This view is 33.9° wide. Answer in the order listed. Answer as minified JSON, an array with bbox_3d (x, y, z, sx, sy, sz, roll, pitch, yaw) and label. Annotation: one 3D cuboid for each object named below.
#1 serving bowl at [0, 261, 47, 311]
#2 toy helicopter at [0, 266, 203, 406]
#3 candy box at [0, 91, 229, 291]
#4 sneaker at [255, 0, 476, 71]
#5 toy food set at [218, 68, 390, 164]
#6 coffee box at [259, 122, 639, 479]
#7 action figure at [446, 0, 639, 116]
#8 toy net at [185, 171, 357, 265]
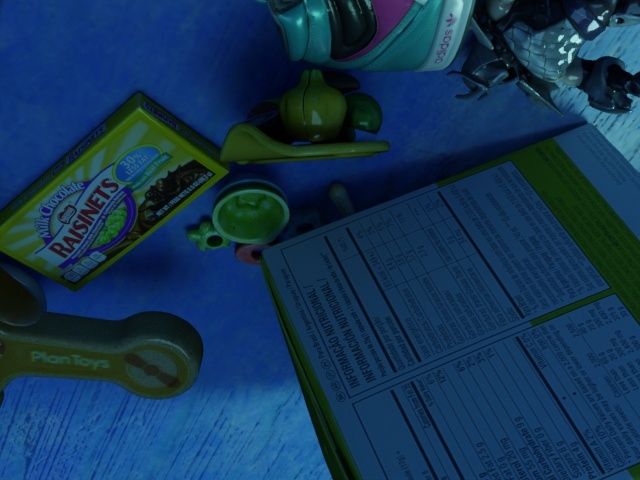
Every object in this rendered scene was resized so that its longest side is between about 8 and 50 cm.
[{"bbox_3d":[-0.291,0.049,0.976,0.083,0.027,0.083,7,132,8],"label":"serving bowl"},{"bbox_3d":[-0.279,0.072,0.914,0.355,0.140,0.235,6,124,-3],"label":"toy helicopter"},{"bbox_3d":[-0.188,-0.036,0.915,0.206,0.027,0.105,-36,128,25],"label":"candy box"},{"bbox_3d":[0.015,-0.228,0.690,0.178,0.124,0.296,-10,139,-14],"label":"sneaker"},{"bbox_3d":[-0.012,-0.098,0.821,0.128,0.218,0.071,-4,94,2],"label":"toy food set"},{"bbox_3d":[0.176,0.167,0.923,0.334,0.338,0.338,-22,136,-6],"label":"coffee box"},{"bbox_3d":[0.216,-0.183,0.786,0.285,0.099,0.185,-31,142,26],"label":"action figure"},{"bbox_3d":[0.000,0.000,0.972,0.232,0.045,0.122,13,131,-22],"label":"toy net"}]
